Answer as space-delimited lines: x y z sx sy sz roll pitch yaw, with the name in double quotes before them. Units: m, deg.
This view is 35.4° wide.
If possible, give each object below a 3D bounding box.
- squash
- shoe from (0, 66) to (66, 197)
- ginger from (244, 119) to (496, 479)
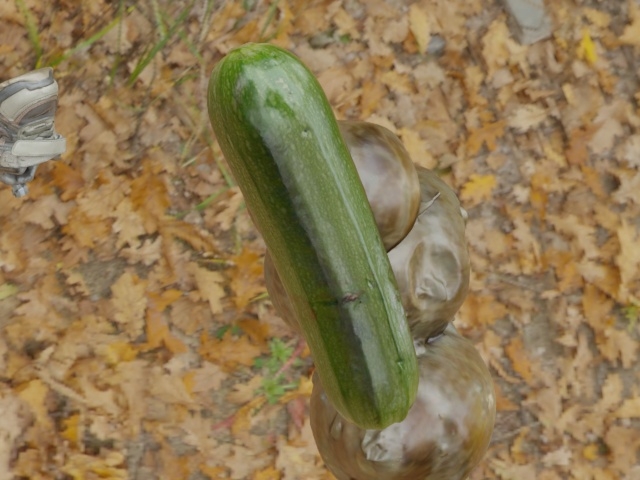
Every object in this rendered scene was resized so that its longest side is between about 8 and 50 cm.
"squash" 0.000 0.000 0.551 0.066 0.066 0.229 -33 112 -31
"shoe" -0.334 -0.116 1.115 0.089 0.180 0.092 -31 88 -42
"ginger" 0.047 0.075 0.815 0.176 0.256 0.375 -12 103 11
